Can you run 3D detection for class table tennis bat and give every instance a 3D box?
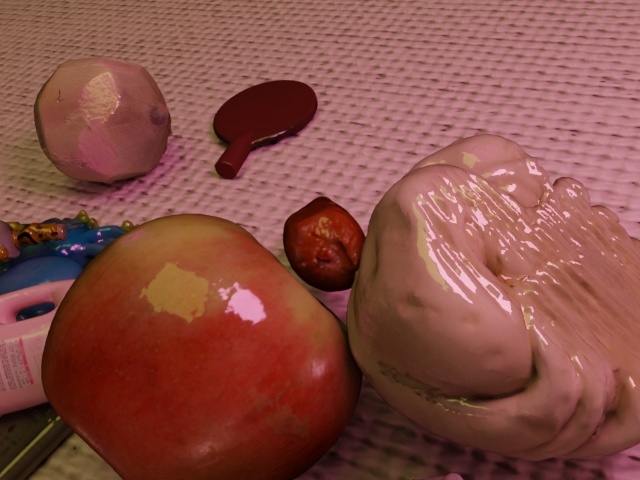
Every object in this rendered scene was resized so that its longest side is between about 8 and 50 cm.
[{"bbox_3d":[-0.119,-0.223,1.425,0.200,0.038,0.310,3,42,22],"label":"table tennis bat"}]

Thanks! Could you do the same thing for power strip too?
[{"bbox_3d":[-0.368,0.239,0.958,0.092,0.034,0.268,16,49,33],"label":"power strip"}]

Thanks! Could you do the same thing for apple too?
[{"bbox_3d":[-0.127,0.131,0.804,0.277,0.319,0.319,-46,44,-4],"label":"apple"}]

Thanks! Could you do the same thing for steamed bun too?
[{"bbox_3d":[0.183,0.072,0.795,0.339,0.247,0.352,40,46,-1],"label":"steamed bun"}]

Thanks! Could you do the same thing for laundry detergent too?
[{"bbox_3d":[-0.330,0.121,0.975,0.335,0.088,0.159,-17,68,-3],"label":"laundry detergent"}]

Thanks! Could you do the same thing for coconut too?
[{"bbox_3d":[-0.379,-0.212,1.359,0.231,0.227,0.227,5,43,23],"label":"coconut"}]

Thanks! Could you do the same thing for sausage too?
[{"bbox_3d":[0.000,-0.001,0.961,0.094,0.097,0.348,-18,6,-2],"label":"sausage"}]

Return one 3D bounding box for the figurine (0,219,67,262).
[{"bbox_3d":[-0.449,-0.001,1.105,0.143,0.068,0.101,-3,13,13],"label":"figurine"}]

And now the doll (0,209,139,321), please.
[{"bbox_3d":[-0.439,0.053,1.175,0.346,0.098,0.341,-11,27,-4],"label":"doll"}]

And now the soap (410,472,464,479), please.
[{"bbox_3d":[0.053,0.275,0.665,0.122,0.065,0.203,-46,7,-34],"label":"soap"}]
